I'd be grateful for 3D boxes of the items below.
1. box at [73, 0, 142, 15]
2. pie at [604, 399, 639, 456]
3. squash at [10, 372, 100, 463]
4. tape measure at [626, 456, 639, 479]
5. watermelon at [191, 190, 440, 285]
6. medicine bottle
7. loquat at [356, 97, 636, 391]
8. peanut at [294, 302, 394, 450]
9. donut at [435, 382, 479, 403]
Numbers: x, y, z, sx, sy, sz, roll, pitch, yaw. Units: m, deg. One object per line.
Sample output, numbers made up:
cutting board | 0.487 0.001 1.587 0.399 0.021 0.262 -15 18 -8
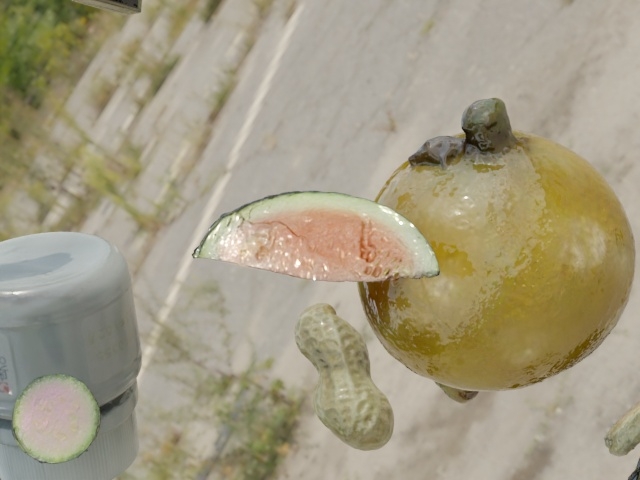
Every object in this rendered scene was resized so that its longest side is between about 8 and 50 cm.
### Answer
box | -0.249 -0.313 1.469 0.035 0.083 0.079 2 87 43
pie | 0.545 0.262 2.008 0.218 0.052 0.185 -36 -15 -20
squash | -0.295 0.211 1.476 0.105 0.105 0.132 -59 -8 -5
tape measure | 0.501 0.334 1.656 0.186 0.199 0.112 5 39 25
watermelon | 0.000 0.006 1.244 0.119 0.245 0.063 -73 -14 -52
medicine bottle | -0.365 0.165 1.705 0.245 0.245 0.306 -106 10 -69
loquat | 0.200 -0.001 1.467 0.328 0.328 0.360 -91 -6 -62
peanut | 0.039 0.258 2.355 0.136 0.298 0.120 -18 -16 -11
donut | 0.229 0.121 1.992 0.128 0.208 0.261 -25 30 33
